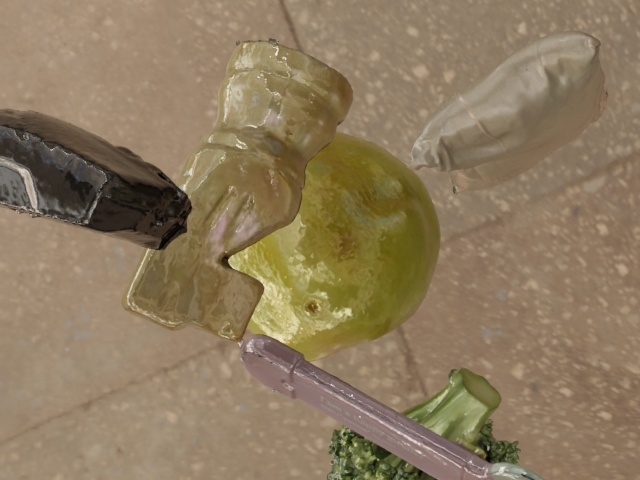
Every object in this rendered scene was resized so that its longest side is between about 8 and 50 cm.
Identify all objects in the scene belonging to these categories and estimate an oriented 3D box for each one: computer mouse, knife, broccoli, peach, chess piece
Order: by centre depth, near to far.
[{"bbox_3d":[-0.190,-0.049,0.735,0.217,0.122,0.073,16,89,21],"label":"computer mouse"},{"bbox_3d":[-0.085,-0.045,1.037,0.137,0.137,0.301,16,70,28],"label":"chess piece"},{"bbox_3d":[0.076,0.192,1.096,0.399,0.132,0.038,25,57,21],"label":"knife"},{"bbox_3d":[0.151,0.316,1.456,0.260,0.288,0.235,-25,98,24],"label":"broccoli"},{"bbox_3d":[-0.001,0.007,1.478,0.315,0.314,0.281,53,142,8],"label":"peach"}]

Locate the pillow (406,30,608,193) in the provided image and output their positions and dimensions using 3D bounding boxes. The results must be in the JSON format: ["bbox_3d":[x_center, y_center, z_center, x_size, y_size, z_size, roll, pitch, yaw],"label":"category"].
[{"bbox_3d":[0.163,-0.098,0.894,0.173,0.270,0.067,-30,80,14],"label":"pillow"}]
